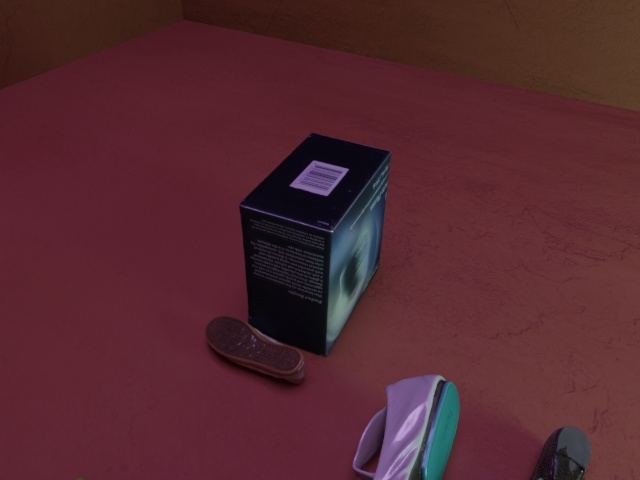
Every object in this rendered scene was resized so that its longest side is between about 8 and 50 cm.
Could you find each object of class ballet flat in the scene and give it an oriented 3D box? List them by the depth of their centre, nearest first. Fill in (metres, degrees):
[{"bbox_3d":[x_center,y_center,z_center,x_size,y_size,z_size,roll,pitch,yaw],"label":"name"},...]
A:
[{"bbox_3d":[0.096,0.352,0.805,0.139,0.139,0.400,12,40,16],"label":"ballet flat"},{"bbox_3d":[0.320,0.371,0.831,0.084,0.058,0.250,36,52,9],"label":"ballet flat"}]

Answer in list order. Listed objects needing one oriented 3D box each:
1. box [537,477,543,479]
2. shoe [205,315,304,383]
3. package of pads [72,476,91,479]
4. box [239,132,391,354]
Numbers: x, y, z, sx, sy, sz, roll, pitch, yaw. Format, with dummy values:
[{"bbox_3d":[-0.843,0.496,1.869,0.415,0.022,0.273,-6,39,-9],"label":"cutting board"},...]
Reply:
[{"bbox_3d":[0.315,0.404,0.741,0.105,0.043,0.179,-23,62,-27],"label":"box"},{"bbox_3d":[-0.120,0.201,1.056,0.219,0.058,0.077,20,61,30],"label":"shoe"},{"bbox_3d":[-0.325,0.418,0.655,0.229,0.101,0.296,-9,24,45],"label":"package of pads"},{"bbox_3d":[0.000,0.000,1.116,0.182,0.294,0.296,17,41,18],"label":"box"}]
